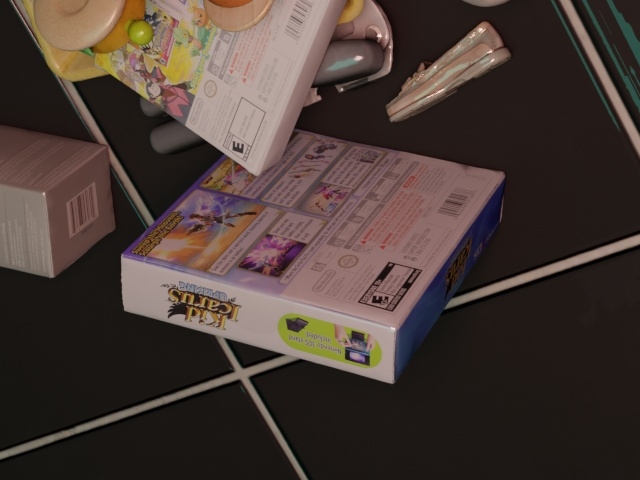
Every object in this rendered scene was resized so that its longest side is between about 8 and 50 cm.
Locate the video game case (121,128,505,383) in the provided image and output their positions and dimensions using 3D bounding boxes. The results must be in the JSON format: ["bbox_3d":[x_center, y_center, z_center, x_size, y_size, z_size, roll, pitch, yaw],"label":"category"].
[{"bbox_3d":[0.000,0.000,1.436,0.244,0.269,0.061,15,124,19],"label":"video game case"}]

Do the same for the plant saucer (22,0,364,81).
[{"bbox_3d":[-0.140,-0.326,1.443,0.333,0.081,0.333,-8,112,29],"label":"plant saucer"}]

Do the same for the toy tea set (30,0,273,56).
[{"bbox_3d":[-0.168,-0.245,1.354,0.336,0.124,0.200,41,99,29],"label":"toy tea set"}]

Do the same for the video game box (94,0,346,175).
[{"bbox_3d":[-0.084,-0.186,1.403,0.187,0.048,0.205,34,126,13],"label":"video game box"}]

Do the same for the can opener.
[{"bbox_3d":[-0.055,-0.146,1.497,0.280,0.093,0.074,-18,84,37],"label":"can opener"}]

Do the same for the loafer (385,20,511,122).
[{"bbox_3d":[0.106,-0.145,1.451,0.125,0.045,0.039,-29,85,28],"label":"loafer"}]

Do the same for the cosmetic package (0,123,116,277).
[{"bbox_3d":[-0.338,-0.051,1.664,0.238,0.127,0.107,10,120,23],"label":"cosmetic package"}]

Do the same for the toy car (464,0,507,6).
[{"bbox_3d":[0.104,-0.276,1.322,0.182,0.159,0.136,26,173,-16],"label":"toy car"}]
